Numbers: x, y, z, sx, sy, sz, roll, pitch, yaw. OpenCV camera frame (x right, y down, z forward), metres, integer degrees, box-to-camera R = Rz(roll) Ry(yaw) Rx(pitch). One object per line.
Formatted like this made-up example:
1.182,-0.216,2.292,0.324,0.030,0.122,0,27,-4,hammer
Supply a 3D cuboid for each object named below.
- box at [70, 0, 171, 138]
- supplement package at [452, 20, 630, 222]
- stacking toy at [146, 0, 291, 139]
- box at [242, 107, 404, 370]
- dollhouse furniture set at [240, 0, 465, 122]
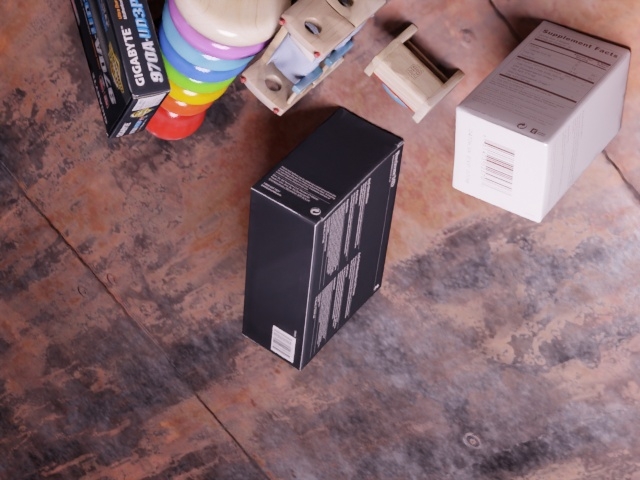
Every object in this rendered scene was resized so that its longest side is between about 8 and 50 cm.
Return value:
-0.247,-0.252,1.887,0.175,0.051,0.220,146,109,-69,box
0.222,-0.122,1.570,0.105,0.179,0.105,24,138,26,supplement package
-0.149,-0.218,1.887,0.141,0.141,0.330,43,147,4,stacking toy
0.000,0.000,1.893,0.103,0.184,0.261,31,141,22,box
0.033,-0.181,1.738,0.183,0.129,0.129,44,143,3,dollhouse furniture set
